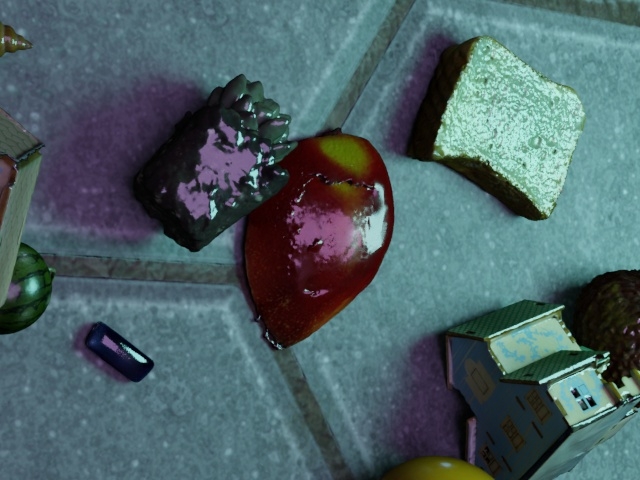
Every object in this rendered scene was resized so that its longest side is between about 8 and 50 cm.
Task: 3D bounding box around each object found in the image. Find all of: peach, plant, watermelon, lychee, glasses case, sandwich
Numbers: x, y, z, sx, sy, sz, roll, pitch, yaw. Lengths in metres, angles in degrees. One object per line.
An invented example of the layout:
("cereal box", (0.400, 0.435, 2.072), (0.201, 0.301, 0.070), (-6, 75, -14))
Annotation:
("peach", (0.002, -0.001, 1.466), (0.189, 0.068, 0.279), (19, 82, -24))
("plant", (-0.106, -0.088, 1.369), (0.129, 0.132, 0.194), (46, 73, -14))
("watermelon", (-0.323, 0.045, 1.276), (0.109, 0.109, 0.109), (0, 91, -28))
("lychee", (0.425, 0.124, 1.629), (0.194, 0.194, 0.195), (0, 91, -28))
("glasses case", (-0.222, 0.125, 1.372), (0.083, 0.023, 0.033), (41, 71, -22))
("sandwich", (0.231, -0.143, 1.585), (0.214, 0.065, 0.186), (29, 77, -26))

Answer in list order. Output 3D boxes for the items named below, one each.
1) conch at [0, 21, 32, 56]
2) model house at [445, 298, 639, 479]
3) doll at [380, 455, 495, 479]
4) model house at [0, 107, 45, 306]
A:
("conch", (-0.450, -0.212, 1.210), (0.330, 0.109, 0.093), (1, 97, -18))
("model house", (0.267, 0.174, 1.547), (0.178, 0.271, 0.206), (-22, 65, -24))
("doll", (0.172, 0.350, 1.481), (0.236, 0.213, 0.213), (-19, 99, -23))
("model house", (-0.385, -0.061, 1.149), (0.244, 0.169, 0.326), (-16, 99, 4))
